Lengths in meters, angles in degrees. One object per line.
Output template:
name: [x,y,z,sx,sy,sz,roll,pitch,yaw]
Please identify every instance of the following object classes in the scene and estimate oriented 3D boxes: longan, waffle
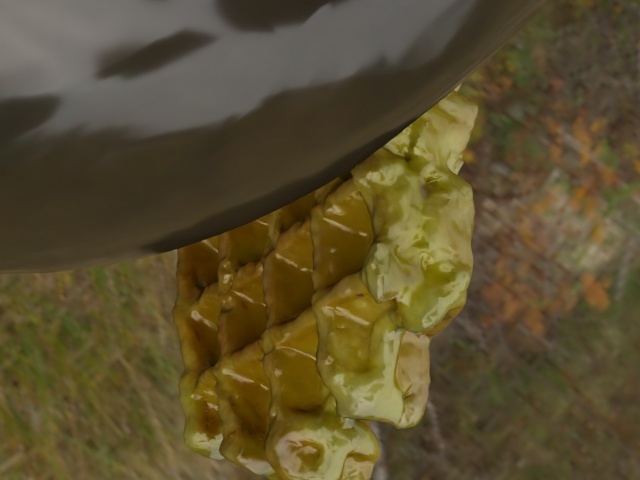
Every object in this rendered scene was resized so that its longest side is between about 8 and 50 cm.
longan: [-0.056,-0.139,0.485,0.350,0.288,0.288,-32,135,-4]
waffle: [0.000,0.000,0.685,0.055,0.211,0.160,16,147,-29]
